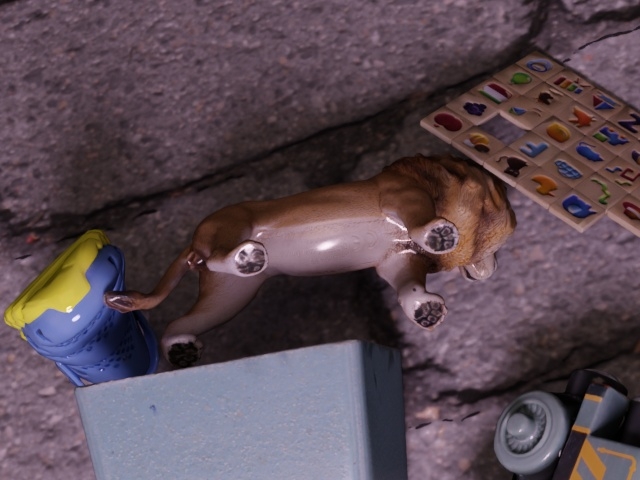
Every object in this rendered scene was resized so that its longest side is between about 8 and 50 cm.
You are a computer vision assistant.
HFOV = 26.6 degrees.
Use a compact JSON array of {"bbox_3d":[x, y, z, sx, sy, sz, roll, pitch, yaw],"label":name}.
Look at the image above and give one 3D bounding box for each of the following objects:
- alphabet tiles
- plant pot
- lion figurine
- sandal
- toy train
[{"bbox_3d":[0.248,-0.093,1.326,0.237,0.009,0.198,37,48,25],"label":"alphabet tiles"},{"bbox_3d":[-0.046,0.234,1.199,0.247,0.247,0.252,-10,82,11],"label":"plant pot"},{"bbox_3d":[0.000,0.000,1.257,0.392,0.142,0.240,-2,23,-6],"label":"lion figurine"},{"bbox_3d":[-0.212,0.082,1.293,0.126,0.317,0.138,-44,88,-10],"label":"sandal"},{"bbox_3d":[0.212,0.269,1.131,0.190,0.142,0.334,8,68,51],"label":"toy train"}]
